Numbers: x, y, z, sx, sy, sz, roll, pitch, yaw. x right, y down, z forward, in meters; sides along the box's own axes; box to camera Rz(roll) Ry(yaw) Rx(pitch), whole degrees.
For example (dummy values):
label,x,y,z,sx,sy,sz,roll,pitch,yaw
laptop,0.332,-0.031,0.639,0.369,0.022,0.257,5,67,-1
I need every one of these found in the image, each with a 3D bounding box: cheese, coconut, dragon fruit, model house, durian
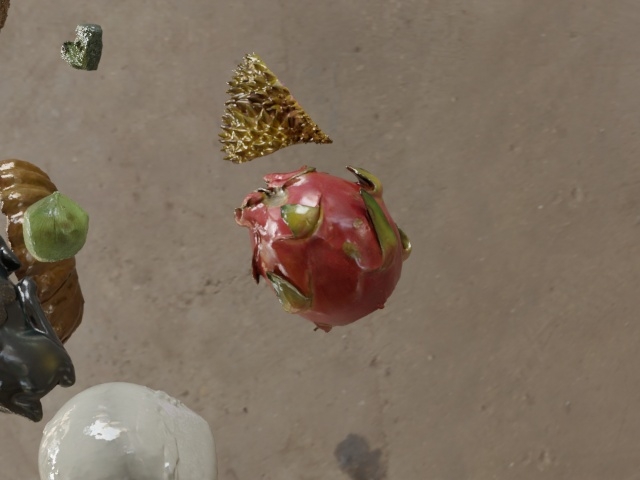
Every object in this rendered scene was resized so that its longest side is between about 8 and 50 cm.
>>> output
label,x,y,z,sx,sy,sz,roll,pitch,yaw
cheese,-0.203,0.238,1.135,0.154,0.198,0.189,-30,126,13
coconut,-0.349,-0.019,1.432,0.088,0.088,0.096,20,115,25
dragon fruit,0.005,0.003,1.480,0.224,0.224,0.227,-21,106,31
model house,-0.448,-0.373,2.054,0.079,0.066,0.083,46,127,44
durian,-0.092,-0.205,1.690,0.154,0.260,0.186,-10,86,-9

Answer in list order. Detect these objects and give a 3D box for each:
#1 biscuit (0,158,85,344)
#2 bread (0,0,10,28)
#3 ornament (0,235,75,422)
label,x,y,z,sx,sy,sz,roll,pitch,yaw
biscuit,-0.460,0.021,1.794,0.107,0.326,0.326,-11,95,-12
bread,-0.500,-0.282,1.301,0.305,0.305,0.159,-47,69,28
ornament,-0.291,0.055,0.736,0.080,0.236,0.202,-35,81,18
